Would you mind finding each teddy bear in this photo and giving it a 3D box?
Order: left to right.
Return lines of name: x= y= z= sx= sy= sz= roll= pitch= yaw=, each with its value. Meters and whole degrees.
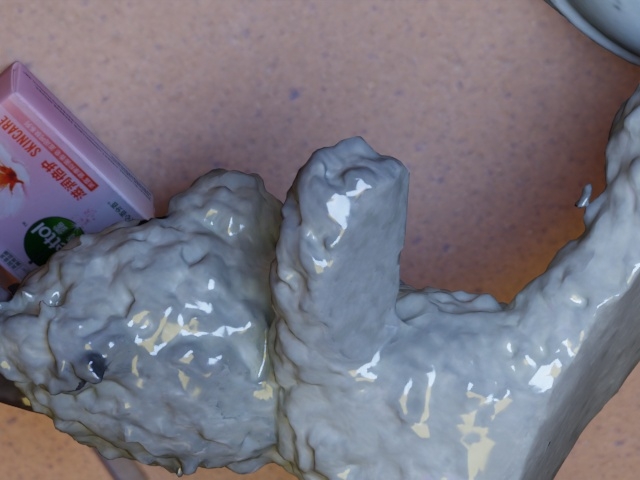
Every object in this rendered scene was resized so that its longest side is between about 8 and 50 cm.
teddy bear: x=0.000 y=0.000 z=1.091 sx=0.362 sy=0.327 sz=0.375 roll=32 pitch=86 yaw=16

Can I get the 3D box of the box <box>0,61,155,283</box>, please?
box: x=-0.169 y=-0.032 z=1.155 sx=0.089 sy=0.043 sz=0.125 roll=-38 pitch=117 yaw=15

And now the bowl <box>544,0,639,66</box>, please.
bowl: x=0.245 y=-0.211 z=1.041 sx=0.307 sy=0.163 sz=0.307 roll=-4 pitch=118 yaw=-7
